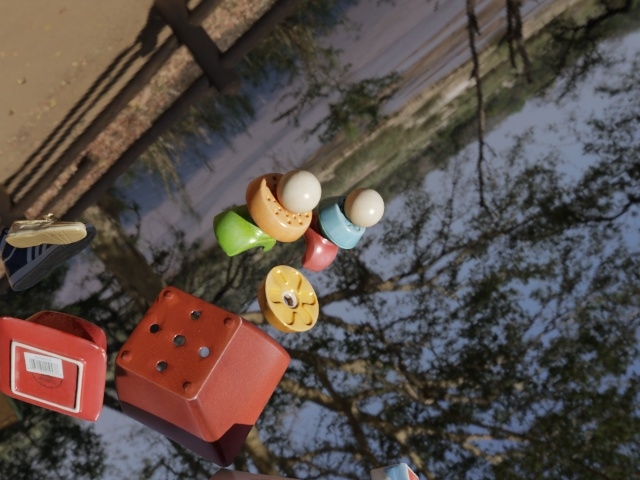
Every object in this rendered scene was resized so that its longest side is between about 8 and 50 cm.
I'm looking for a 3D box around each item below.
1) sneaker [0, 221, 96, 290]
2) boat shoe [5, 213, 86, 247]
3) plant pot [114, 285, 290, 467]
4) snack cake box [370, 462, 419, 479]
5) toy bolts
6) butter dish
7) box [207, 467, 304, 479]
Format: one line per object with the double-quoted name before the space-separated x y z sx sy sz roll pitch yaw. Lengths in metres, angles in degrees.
"sneaker" -0.741 -0.003 1.802 0.282 0.153 0.099 -35 166 9
"boat shoe" -0.563 -0.027 1.390 0.170 0.059 0.063 -5 152 6
"plant pot" -0.247 0.243 1.330 0.267 0.268 0.235 -59 160 -26
"snack cake box" 0.190 0.652 1.506 0.089 0.264 0.152 -17 144 13
"toy bolts" 0.000 0.000 0.977 0.159 0.218 0.229 -32 169 36
"butter dish" -0.377 0.164 0.996 0.118 0.160 0.159 -71 178 -57
"box" -0.120 0.613 1.211 0.168 0.215 0.345 60 38 -82
